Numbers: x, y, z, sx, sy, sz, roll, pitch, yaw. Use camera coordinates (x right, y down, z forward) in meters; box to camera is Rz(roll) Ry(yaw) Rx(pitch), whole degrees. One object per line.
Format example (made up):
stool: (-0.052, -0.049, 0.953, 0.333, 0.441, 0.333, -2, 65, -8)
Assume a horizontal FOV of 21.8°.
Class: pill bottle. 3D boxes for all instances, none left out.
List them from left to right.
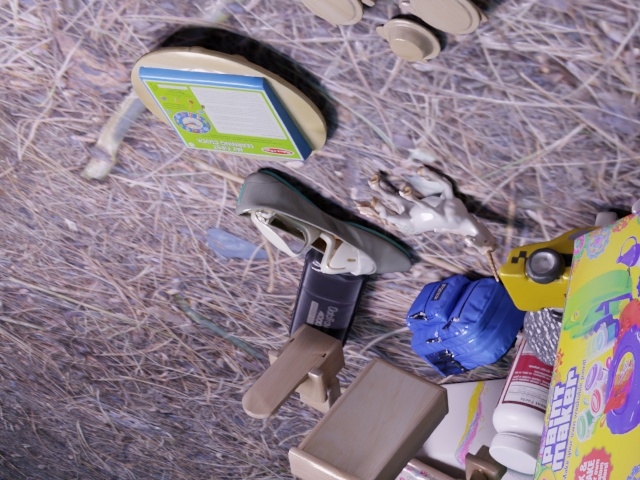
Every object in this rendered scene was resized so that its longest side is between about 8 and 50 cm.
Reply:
pill bottle: (0.246, 0.182, 1.877, 0.086, 0.152, 0.086, 20, 156, 10)

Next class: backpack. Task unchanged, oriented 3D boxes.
backpack: (0.161, 0.091, 1.839, 0.101, 0.098, 0.120, 39, 153, -22)

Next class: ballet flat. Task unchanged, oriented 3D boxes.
ballet flat: (0.000, 0.000, 1.837, 0.213, 0.068, 0.072, 30, 155, -13)

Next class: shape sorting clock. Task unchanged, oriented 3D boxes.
shape sorting clock: (-0.091, -0.137, 1.675, 0.206, 0.040, 0.206, 16, 154, 8)

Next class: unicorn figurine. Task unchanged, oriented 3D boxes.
unicorn figurine: (0.115, -0.026, 1.705, 0.111, 0.060, 0.162, 40, 168, -32)

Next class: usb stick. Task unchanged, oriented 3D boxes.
usb stick: (0.008, 0.075, 2.010, 0.077, 0.045, 0.278, 17, 155, 1)

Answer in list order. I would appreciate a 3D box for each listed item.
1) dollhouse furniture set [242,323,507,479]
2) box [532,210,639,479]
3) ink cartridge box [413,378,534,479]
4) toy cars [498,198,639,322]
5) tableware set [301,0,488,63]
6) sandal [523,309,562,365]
dollhouse furniture set: (0.060, 0.324, 2.043, 0.303, 0.174, 0.355, 24, 143, 27)
box: (0.348, 0.155, 1.390, 0.279, 0.290, 0.177, 24, 153, -22)
ink cartridge box: (0.245, 0.274, 2.104, 0.207, 0.119, 0.353, 39, 151, -26)
toy cars: (0.323, -0.007, 1.516, 0.176, 0.087, 0.394, 24, 154, -20)
tableware set: (0.059, -0.206, 1.427, 0.141, 0.020, 0.169, 32, 156, -12)
sandal: (0.314, 0.070, 1.697, 0.254, 0.054, 0.097, -11, 96, 50)
